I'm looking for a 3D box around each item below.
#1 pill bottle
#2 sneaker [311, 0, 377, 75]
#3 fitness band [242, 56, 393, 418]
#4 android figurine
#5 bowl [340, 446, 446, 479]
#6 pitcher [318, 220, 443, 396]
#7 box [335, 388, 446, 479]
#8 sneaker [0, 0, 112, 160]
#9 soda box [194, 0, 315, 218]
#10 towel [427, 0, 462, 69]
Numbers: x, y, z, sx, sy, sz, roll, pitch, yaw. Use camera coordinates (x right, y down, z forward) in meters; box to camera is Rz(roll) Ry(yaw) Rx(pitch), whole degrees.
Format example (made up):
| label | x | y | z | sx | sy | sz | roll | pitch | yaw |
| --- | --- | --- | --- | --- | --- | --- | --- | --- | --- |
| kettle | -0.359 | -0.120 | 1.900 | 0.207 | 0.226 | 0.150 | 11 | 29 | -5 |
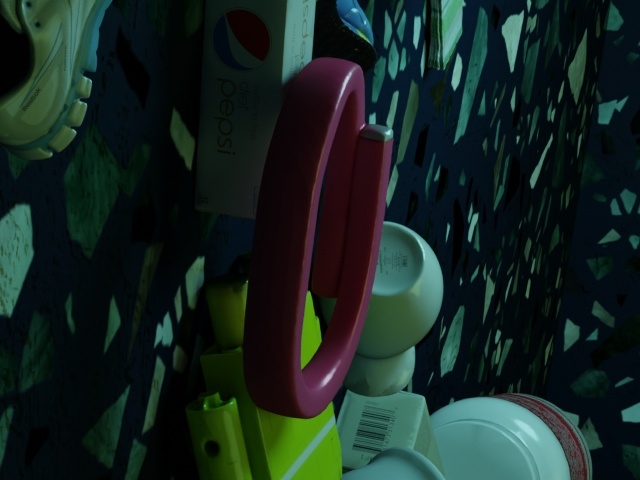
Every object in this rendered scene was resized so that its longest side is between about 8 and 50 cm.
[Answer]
| label | x | y | z | sx | sy | sz | roll | pitch | yaw |
| --- | --- | --- | --- | --- | --- | --- | --- | --- | --- |
| pill bottle | 0.235 | 0.323 | 2.266 | 0.407 | 0.229 | 0.229 | 15 | 84 | -74 |
| sneaker | -0.013 | -0.214 | 1.418 | 0.209 | 0.069 | 0.082 | 51 | 17 | -58 |
| fitness band | 0.000 | 0.000 | 1.334 | 0.209 | 0.054 | 0.291 | -41 | 139 | -67 |
| android figurine | -0.041 | 0.149 | 1.429 | 0.248 | 0.056 | 0.273 | -45 | 128 | -65 |
| bowl | 0.040 | 0.361 | 1.677 | 0.298 | 0.134 | 0.298 | 175 | -90 | -66 |
| pitcher | 0.057 | 0.043 | 1.723 | 0.207 | 0.125 | 0.178 | 91 | -6 | -63 |
| box | 0.082 | 0.276 | 1.950 | 0.275 | 0.094 | 0.113 | 74 | 30 | -57 |
| sneaker | -0.156 | -0.143 | 0.933 | 0.083 | 0.071 | 0.191 | 22 | 77 | -68 |
| soda box | -0.049 | -0.129 | 1.306 | 0.074 | 0.069 | 0.216 | -40 | 138 | -66 |
| towel | 0.147 | -0.293 | 1.992 | 0.113 | 0.023 | 0.152 | -63 | 154 | -53 |
